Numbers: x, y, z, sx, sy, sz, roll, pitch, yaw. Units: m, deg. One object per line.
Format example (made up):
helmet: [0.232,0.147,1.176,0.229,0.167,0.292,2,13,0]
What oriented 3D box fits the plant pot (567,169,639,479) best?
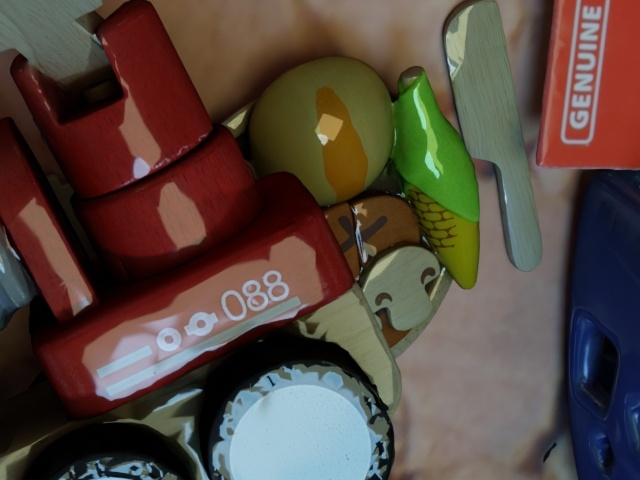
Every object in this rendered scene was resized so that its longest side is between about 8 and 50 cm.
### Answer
plant pot: [0.229,0.109,0.696,0.236,0.236,0.212,0,114,-25]

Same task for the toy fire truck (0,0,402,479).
toy fire truck: [-0.113,0.002,0.535,0.217,0.158,0.246,-26,105,-2]

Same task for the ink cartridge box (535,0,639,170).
ink cartridge box: [0.211,-0.151,0.672,0.239,0.060,0.275,-1,104,-26]

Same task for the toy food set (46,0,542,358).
toy food set: [0.000,0.000,0.652,0.192,0.038,0.132,-24,118,-15]
